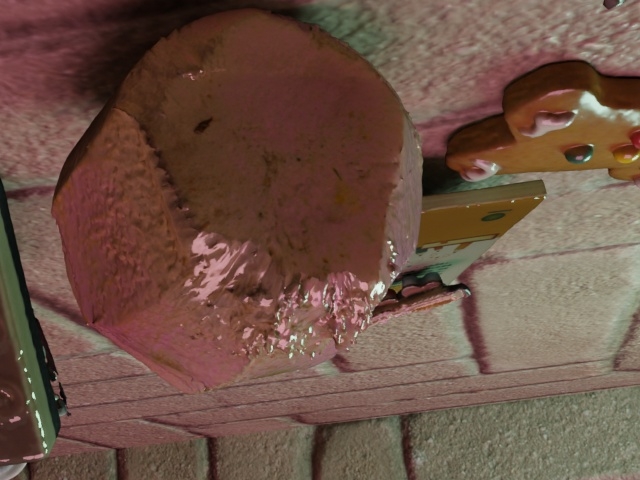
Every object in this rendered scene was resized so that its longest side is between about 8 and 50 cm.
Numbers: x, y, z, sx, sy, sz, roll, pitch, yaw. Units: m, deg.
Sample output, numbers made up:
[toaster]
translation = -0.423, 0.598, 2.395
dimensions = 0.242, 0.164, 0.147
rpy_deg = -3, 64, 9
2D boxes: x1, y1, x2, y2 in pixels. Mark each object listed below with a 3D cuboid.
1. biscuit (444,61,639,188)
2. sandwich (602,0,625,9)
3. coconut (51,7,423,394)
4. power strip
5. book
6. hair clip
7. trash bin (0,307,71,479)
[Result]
[biscuit]
translation = 0.288, -0.088, 0.929
dimensions = 0.340, 0.047, 0.216
rpy_deg = 0, 164, -18
[sandwich]
translation = 0.219, -0.188, 0.398
dimensions = 0.325, 0.131, 0.262
rpy_deg = -9, 165, 4
[coconut]
translation = -0.059, -0.010, 0.759
dimensions = 0.233, 0.233, 0.245
rpy_deg = 1, 160, -23
[power strip]
translation = -0.293, 0.077, 0.941
dimensions = 0.105, 0.256, 0.070
rpy_deg = -8, -160, 5
[book]
translation = 0.072, 0.015, 1.109
dimensions = 0.208, 0.020, 0.295
rpy_deg = -8, 163, -16
[hair clip]
translation = 0.053, 0.076, 1.186
dimensions = 0.214, 0.056, 0.062
rpy_deg = -26, 145, 14
[trash bin]
translation = -0.446, 0.156, 1.164
dimensions = 0.296, 0.256, 0.368
rpy_deg = -23, 180, -23
